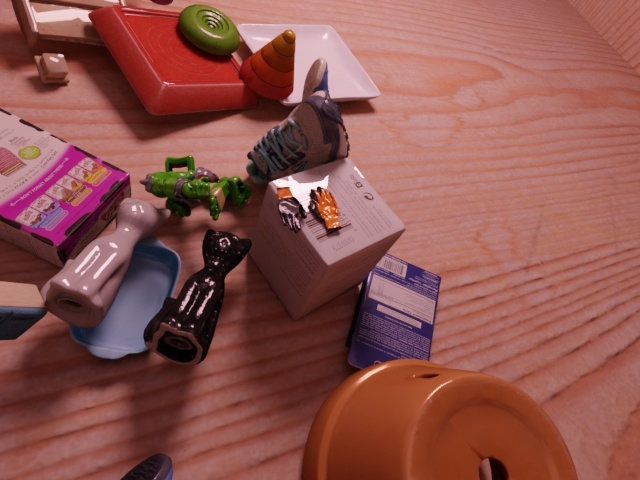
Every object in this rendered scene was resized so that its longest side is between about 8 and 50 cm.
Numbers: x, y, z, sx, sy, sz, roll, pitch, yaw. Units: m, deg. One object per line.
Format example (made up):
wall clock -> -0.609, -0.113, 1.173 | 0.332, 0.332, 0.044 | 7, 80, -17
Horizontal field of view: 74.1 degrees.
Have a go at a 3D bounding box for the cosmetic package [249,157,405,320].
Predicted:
cosmetic package -> 0.000, 0.000, 0.661 | 0.152, 0.183, 0.151 | -24, 69, -32

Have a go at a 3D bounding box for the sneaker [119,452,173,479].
sneaker -> -0.211, 0.333, 0.434 | 0.082, 0.069, 0.209 | 55, 38, -23

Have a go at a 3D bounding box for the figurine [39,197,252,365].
figurine -> -0.219, 0.034, 0.577 | 0.215, 0.092, 0.209 | 22, 44, -6

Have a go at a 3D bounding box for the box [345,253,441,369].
box -> 0.125, 0.132, 0.714 | 0.137, 0.036, 0.225 | 24, 52, -5

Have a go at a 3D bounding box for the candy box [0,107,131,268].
candy box -> -0.428, -0.082, 0.617 | 0.234, 0.071, 0.159 | 28, 52, -3

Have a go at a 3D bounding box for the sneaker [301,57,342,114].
sneaker -> 0.008, -0.304, 0.908 | 0.085, 0.152, 0.058 | 5, 17, -29

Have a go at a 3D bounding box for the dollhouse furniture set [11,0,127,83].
dollhouse furniture set -> -0.482, -0.478, 0.891 | 0.303, 0.174, 0.355 | -18, 95, -44

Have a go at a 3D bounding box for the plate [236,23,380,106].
plate -> -0.031, -0.422, 1.028 | 0.278, 0.045, 0.277 | -16, 65, -29

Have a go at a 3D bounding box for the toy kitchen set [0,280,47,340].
toy kitchen set -> -0.380, 0.165, 0.425 | 0.207, 0.122, 0.166 | -38, 74, 4

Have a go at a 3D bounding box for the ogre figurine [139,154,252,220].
ogre figurine -> -0.194, -0.084, 0.677 | 0.118, 0.096, 0.197 | 11, 28, 11

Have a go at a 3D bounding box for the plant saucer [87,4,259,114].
plant saucer -> -0.275, -0.371, 0.847 | 0.259, 0.048, 0.258 | -23, 74, -44

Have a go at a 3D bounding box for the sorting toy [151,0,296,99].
sorting toy -> -0.183, -0.444, 0.840 | 0.366, 0.126, 0.127 | 36, 49, -9

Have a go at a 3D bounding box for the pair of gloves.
pair of gloves -> -0.016, -0.043, 0.561 | 0.083, 0.010, 0.074 | -5, 60, -22

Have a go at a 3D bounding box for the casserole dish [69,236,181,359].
casserole dish -> -0.267, 0.079, 0.594 | 0.114, 0.037, 0.188 | 14, 54, -13

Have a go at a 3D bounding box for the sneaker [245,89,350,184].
sneaker -> -0.050, -0.145, 0.701 | 0.122, 0.283, 0.110 | -26, 91, -22

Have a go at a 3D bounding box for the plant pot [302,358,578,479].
plant pot -> 0.145, 0.273, 0.498 | 0.291, 0.203, 0.290 | 8, 62, -15
